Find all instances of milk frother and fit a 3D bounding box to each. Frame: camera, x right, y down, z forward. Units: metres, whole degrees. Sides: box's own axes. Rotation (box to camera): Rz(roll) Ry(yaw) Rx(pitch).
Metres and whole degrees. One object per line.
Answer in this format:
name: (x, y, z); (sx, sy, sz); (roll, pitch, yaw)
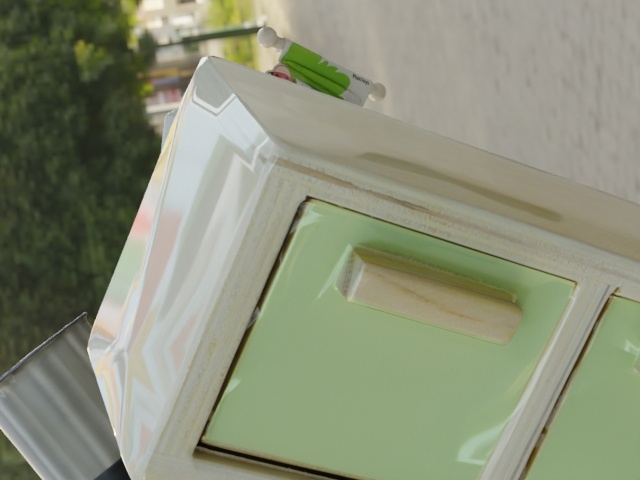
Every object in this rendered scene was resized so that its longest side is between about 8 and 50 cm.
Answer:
milk frother: (-0.150, 0.136, 0.836); (0.134, 0.143, 0.129); (51, -177, -2)

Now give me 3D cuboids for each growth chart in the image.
growth chart: (0.003, -0.033, 1.102); (0.021, 0.172, 0.237); (-4, 80, 42)

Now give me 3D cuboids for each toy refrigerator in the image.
toy refrigerator: (0.077, 0.041, 0.433); (0.102, 0.269, 0.094); (-66, 24, 15)

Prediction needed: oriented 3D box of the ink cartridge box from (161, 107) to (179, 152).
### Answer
ink cartridge box: (0.000, 0.000, 0.952); (0.093, 0.212, 0.154); (-30, -49, -66)
